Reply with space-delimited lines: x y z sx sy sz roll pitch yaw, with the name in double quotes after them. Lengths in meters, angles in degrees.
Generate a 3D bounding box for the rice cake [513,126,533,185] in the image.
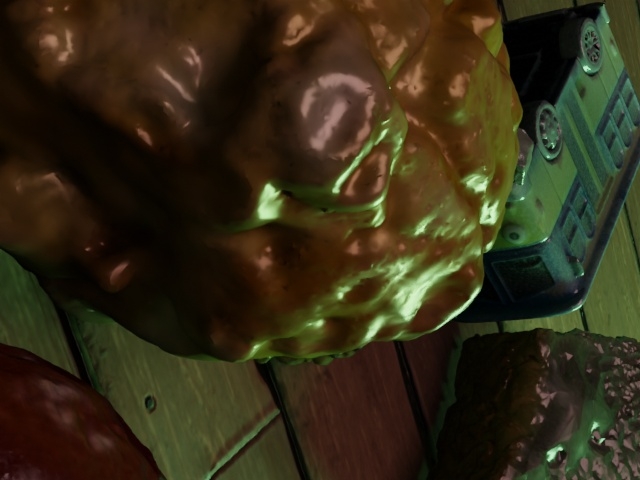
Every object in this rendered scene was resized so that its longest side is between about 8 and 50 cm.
0.077 -0.121 1.247 0.245 0.042 0.045 28 58 -10 "rice cake"

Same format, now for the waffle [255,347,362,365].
-0.002 0.001 1.214 0.223 0.054 0.204 -20 101 -52 "waffle"

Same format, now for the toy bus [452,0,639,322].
0.208 -0.082 1.442 0.190 0.152 0.312 61 40 -29 "toy bus"

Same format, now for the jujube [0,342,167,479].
-0.178 0.183 0.801 0.318 0.223 0.223 54 44 -48 "jujube"

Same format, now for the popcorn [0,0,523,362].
-0.046 -0.105 0.914 0.390 0.344 0.354 -15 104 -49 "popcorn"

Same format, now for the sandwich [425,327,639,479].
0.242 0.226 1.407 0.262 0.131 0.325 37 55 -22 "sandwich"
